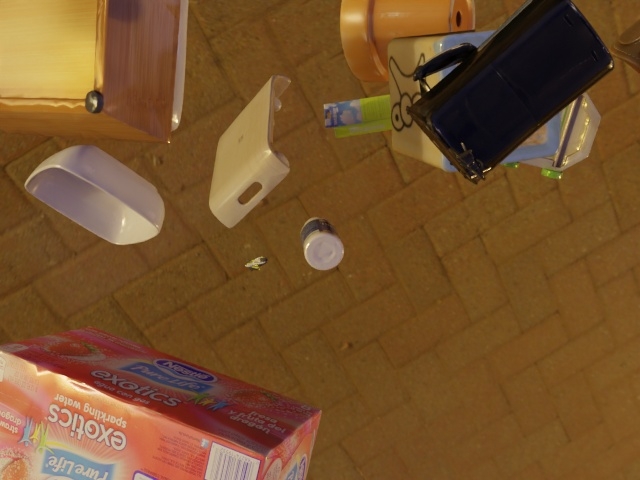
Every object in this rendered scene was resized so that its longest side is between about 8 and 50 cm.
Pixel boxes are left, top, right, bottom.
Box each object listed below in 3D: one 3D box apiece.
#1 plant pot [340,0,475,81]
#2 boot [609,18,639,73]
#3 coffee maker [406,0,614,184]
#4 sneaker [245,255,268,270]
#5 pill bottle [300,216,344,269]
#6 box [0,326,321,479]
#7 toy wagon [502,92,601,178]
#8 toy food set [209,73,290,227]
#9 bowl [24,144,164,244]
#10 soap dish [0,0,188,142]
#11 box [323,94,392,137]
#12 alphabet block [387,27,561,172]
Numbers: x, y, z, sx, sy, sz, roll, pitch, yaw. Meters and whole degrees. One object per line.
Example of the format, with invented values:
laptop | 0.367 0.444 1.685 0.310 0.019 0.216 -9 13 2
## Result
plant pot | 0.166 -0.389 1.112 0.205 0.188 0.205 -21 115 -56
boot | 0.476 -0.187 0.755 0.220 0.283 0.109 44 116 -8
coffee maker | 0.195 -0.147 0.627 0.178 0.171 0.120 -42 127 11
sneaker | -0.198 0.075 1.980 0.083 0.031 0.035 -13 127 31
pill bottle | 0.000 0.000 1.078 0.067 0.120 0.067 -2 110 -6
box | -0.170 0.205 0.608 0.300 0.142 0.153 14 95 19
toy wagon | 0.569 -0.327 1.694 0.345 0.068 0.267 16 109 13
toy food set | -0.140 -0.201 1.376 0.092 0.306 0.220 28 131 -28
bowl | -0.254 -0.056 0.718 0.142 0.142 0.053 37 62 -30
soap dish | -0.300 -0.239 0.746 0.118 0.291 0.228 -5 101 -62
box | 0.101 -0.315 1.577 0.179 0.109 0.042 -8 136 5
alphabet block | 0.227 -0.221 0.944 0.194 0.197 0.192 -8 109 -14
